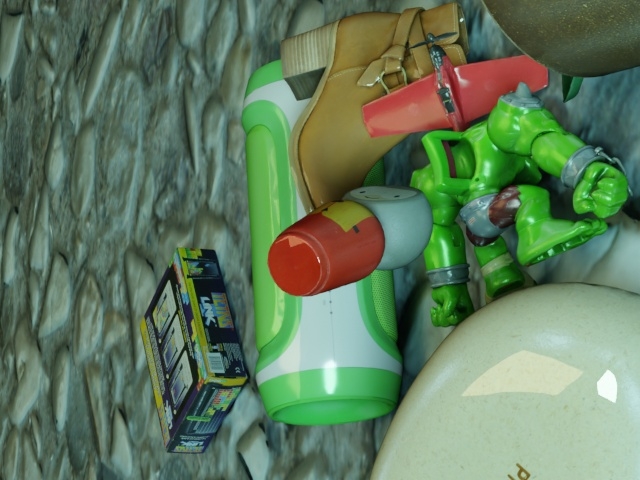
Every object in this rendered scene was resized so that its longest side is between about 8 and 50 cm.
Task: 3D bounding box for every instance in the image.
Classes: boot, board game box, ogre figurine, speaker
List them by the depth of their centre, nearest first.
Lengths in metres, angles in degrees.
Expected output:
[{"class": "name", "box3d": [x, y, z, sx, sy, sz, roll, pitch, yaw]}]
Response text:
[{"class": "ogre figurine", "box3d": [0.127, -0.029, 1.171, 0.118, 0.097, 0.197, 67, 157, 17]}, {"class": "boot", "box3d": [0.053, -0.092, 1.303, 0.073, 0.152, 0.197, 38, -137, -71]}, {"class": "speaker", "box3d": [0.000, 0.000, 1.402, 0.131, 0.131, 0.296, -34, 56, 58]}, {"class": "board game box", "box3d": [-0.136, 0.116, 1.753, 0.141, 0.048, 0.170, 119, 145, -44]}]

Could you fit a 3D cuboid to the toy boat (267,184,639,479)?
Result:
[{"class": "toy boat", "box3d": [0.107, 0.086, 1.085, 0.318, 0.148, 0.267, 48, 124, 13]}]

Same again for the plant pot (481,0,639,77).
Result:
[{"class": "plant pot", "box3d": [0.226, -0.204, 0.908, 0.230, 0.215, 0.215, 1, 86, 51]}]

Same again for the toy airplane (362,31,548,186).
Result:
[{"class": "toy airplane", "box3d": [0.103, -0.083, 1.242, 0.028, 0.151, 0.151, -43, -29, -65]}]

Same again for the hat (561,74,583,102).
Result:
[{"class": "hat", "box3d": [0.094, -0.201, 1.100, 0.173, 0.184, 0.208, -80, -3, -47]}]
